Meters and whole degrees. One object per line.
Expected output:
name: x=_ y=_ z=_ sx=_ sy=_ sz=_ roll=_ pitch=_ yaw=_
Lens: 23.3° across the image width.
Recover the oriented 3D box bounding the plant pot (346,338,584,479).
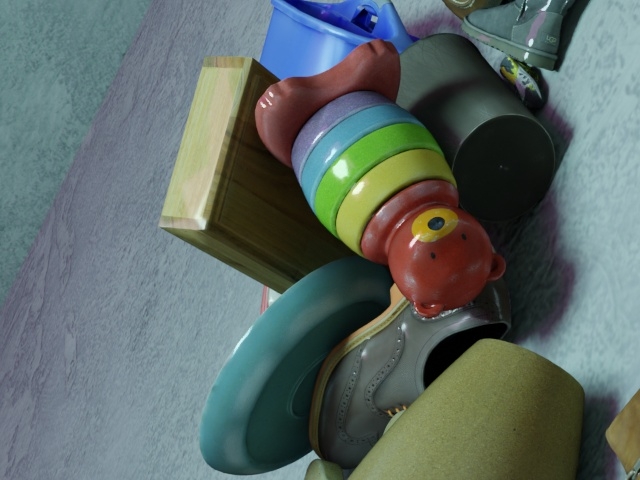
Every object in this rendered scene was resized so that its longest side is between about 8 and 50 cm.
plant pot: x=0.145 y=0.230 z=1.485 sx=0.254 sy=0.237 sz=0.237 roll=-62 pitch=19 yaw=-16

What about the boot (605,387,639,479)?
boot: x=0.332 y=0.138 z=1.262 sx=0.280 sy=0.096 sz=0.264 roll=-61 pitch=24 yaw=24

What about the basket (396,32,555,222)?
basket: x=0.164 y=-0.116 z=1.800 sx=0.204 sy=0.154 sz=0.227 roll=-62 pitch=27 yaw=11

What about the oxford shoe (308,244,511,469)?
oxford shoe: x=0.095 y=0.160 z=1.760 sx=0.364 sy=0.130 sz=0.133 roll=-59 pitch=36 yaw=36

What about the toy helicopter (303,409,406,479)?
toy helicopter: x=0.032 y=0.330 z=1.748 sx=0.355 sy=0.140 sz=0.235 roll=-54 pitch=32 yaw=33

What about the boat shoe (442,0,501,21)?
boat shoe: x=0.159 y=-0.386 z=2.063 sx=0.122 sy=0.120 sz=0.324 roll=-62 pitch=23 yaw=21

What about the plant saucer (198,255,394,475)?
plant saucer: x=-0.012 y=0.161 z=1.848 sx=0.044 sy=0.317 sz=0.317 roll=38 pitch=112 yaw=29

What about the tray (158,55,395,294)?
tray: x=-0.021 y=-0.043 z=1.855 sx=0.076 sy=0.411 sz=0.203 roll=5 pitch=74 yaw=34

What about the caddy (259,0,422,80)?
caddy: x=0.053 y=-0.238 z=2.033 sx=0.341 sy=0.241 sz=0.179 roll=-132 pitch=58 yaw=-66

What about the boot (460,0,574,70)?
boot: x=0.261 y=-0.318 z=1.831 sx=0.189 sy=0.076 sz=0.208 roll=35 pitch=112 yaw=53

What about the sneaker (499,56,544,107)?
sneaker: x=0.244 y=-0.187 z=1.822 sx=0.083 sy=0.035 sz=0.031 roll=60 pitch=139 yaw=35

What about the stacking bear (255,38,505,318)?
stacking bear: x=0.077 y=-0.046 z=1.651 sx=0.289 sy=0.175 sz=0.164 roll=54 pitch=162 yaw=32

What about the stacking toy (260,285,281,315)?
stacking toy: x=0.000 y=0.000 z=2.061 sx=0.279 sy=0.130 sz=0.309 roll=116 pitch=160 yaw=-77
